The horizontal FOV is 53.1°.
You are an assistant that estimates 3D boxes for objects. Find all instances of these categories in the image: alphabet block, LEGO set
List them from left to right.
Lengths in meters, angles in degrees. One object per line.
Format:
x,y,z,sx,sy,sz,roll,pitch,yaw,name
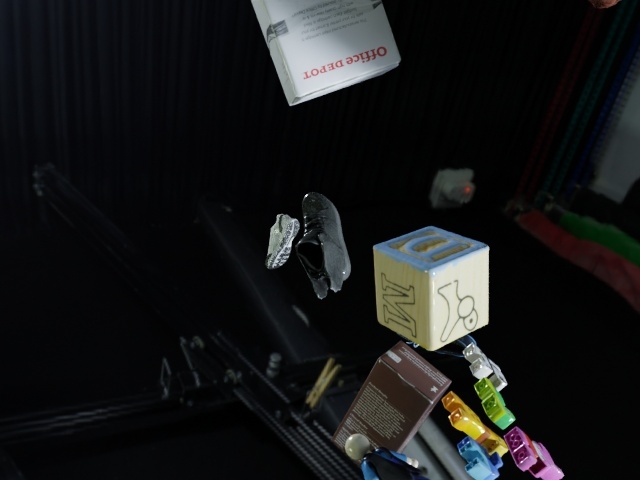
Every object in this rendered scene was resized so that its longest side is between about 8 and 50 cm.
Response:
0.251,0.101,1.452,0.192,0.197,0.193,-17,-156,-29,alphabet block
0.218,0.238,0.793,0.093,0.087,0.227,40,-164,-16,LEGO set

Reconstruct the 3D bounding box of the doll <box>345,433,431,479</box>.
0.117,0.338,0.919,0.188,0.046,0.129,24,-166,25,doll

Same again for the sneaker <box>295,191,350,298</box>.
-0.002,0.001,0.899,0.089,0.051,0.170,16,-129,-60,sneaker

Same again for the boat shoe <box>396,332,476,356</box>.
0.353,0.294,1.997,0.258,0.109,0.089,8,-170,23,boat shoe

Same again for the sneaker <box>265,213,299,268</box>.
-0.075,0.002,1.169,0.043,0.109,0.040,37,-161,34,sneaker

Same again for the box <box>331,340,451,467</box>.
0.199,0.501,1.877,0.191,0.382,0.143,39,-143,20,box

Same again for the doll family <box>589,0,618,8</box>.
0.108,-0.132,0.154,0.076,0.111,0.193,-28,175,-3,doll family

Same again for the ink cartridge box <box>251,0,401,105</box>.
-0.003,-0.317,0.892,0.160,0.220,0.092,-20,-174,-9,ink cartridge box
